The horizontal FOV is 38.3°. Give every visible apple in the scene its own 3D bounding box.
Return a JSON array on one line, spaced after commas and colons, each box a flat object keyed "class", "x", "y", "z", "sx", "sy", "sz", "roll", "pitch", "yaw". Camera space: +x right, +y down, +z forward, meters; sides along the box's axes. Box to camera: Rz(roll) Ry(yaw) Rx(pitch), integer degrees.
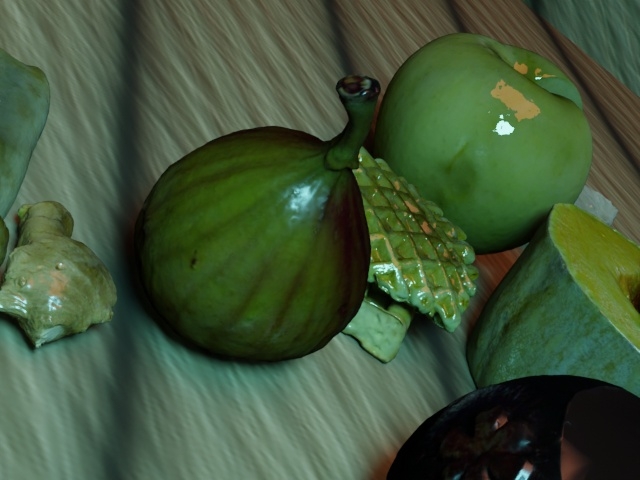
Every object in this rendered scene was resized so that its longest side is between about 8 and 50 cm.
[{"class": "apple", "x": 0.206, "y": -0.122, "z": 1.192, "sx": 0.292, "sy": 0.254, "sz": 0.292, "roll": 27, "pitch": 30, "yaw": -17}]

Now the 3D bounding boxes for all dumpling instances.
[{"class": "dumpling", "x": 0.355, "y": -0.040, "z": 1.385, "sx": 0.176, "sy": 0.092, "sz": 0.150, "roll": 28, "pitch": 30, "yaw": -13}]

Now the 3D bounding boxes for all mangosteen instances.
[{"class": "mangosteen", "x": 0.190, "y": 0.247, "z": 0.713, "sx": 0.287, "sy": 0.233, "sz": 0.287, "roll": 22, "pitch": 40, "yaw": -21}]

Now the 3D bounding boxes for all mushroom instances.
[{"class": "mushroom", "x": -0.301, "y": -0.074, "z": 0.799, "sx": 0.100, "sy": 0.081, "sz": 0.312, "roll": 30, "pitch": 27, "yaw": -25}]

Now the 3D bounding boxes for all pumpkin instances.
[{"class": "pumpkin", "x": 0.318, "y": 0.138, "z": 1.045, "sx": 0.332, "sy": 0.199, "sz": 0.332, "roll": 33, "pitch": 30, "yaw": -22}]

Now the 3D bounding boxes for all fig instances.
[{"class": "fig", "x": -0.026, "y": -0.024, "z": 0.772, "sx": 0.217, "sy": 0.321, "sz": 0.217, "roll": 13, "pitch": 60, "yaw": -22}]

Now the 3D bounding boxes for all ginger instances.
[{"class": "ginger", "x": -0.214, "y": 0.022, "z": 0.770, "sx": 0.096, "sy": 0.067, "sz": 0.165, "roll": 23, "pitch": 29, "yaw": -22}]

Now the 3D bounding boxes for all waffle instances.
[{"class": "waffle", "x": 0.000, "y": 0.000, "z": 1.015, "sx": 0.274, "sy": 0.057, "sz": 0.168, "roll": 37, "pitch": 31, "yaw": -1}, {"class": "waffle", "x": 0.085, "y": -0.009, "z": 1.003, "sx": 0.214, "sy": 0.054, "sz": 0.208, "roll": 37, "pitch": 28, "yaw": -10}]
